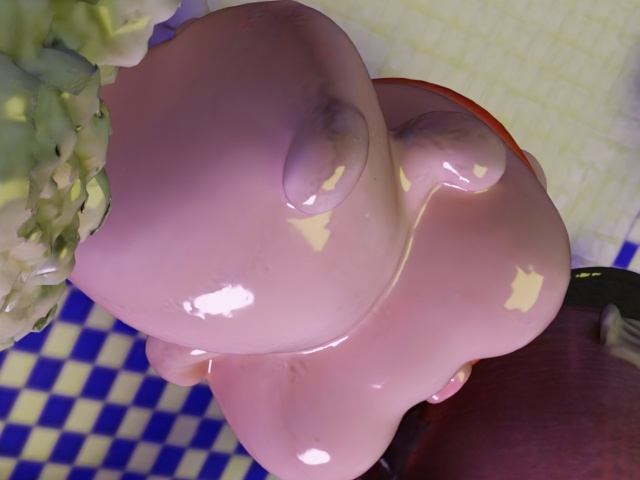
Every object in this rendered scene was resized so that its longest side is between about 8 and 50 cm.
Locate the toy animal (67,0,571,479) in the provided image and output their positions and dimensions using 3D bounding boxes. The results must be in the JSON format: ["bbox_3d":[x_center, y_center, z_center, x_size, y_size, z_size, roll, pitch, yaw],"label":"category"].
[{"bbox_3d":[0.000,0.000,0.733,0.198,0.171,0.171,28,95,-48],"label":"toy animal"}]

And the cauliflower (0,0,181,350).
[{"bbox_3d":[-0.181,-0.063,0.474,0.327,0.281,0.260,-26,114,2],"label":"cauliflower"}]

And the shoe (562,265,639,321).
[{"bbox_3d":[0.097,0.118,0.962,0.241,0.108,0.093,-50,170,-17],"label":"shoe"}]

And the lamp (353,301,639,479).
[{"bbox_3d":[0.084,0.118,0.821,0.223,0.215,0.151,-23,104,8],"label":"lamp"}]
